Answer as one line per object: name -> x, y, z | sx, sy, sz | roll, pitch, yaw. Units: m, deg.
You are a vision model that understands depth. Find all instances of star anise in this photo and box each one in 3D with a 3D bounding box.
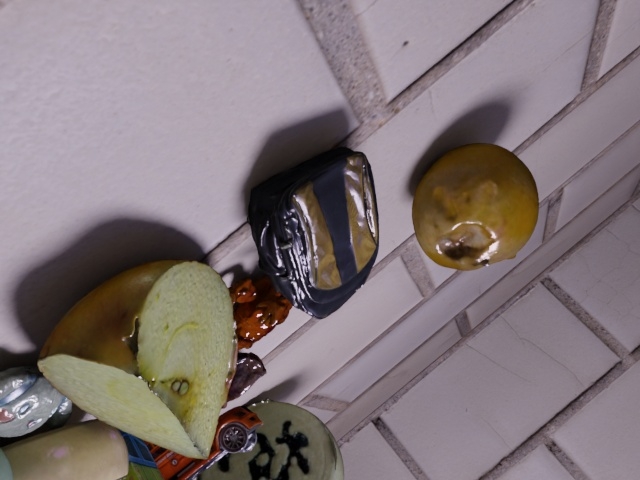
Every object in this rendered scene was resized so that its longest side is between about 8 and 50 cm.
star anise -> -0.206, 0.266, 1.075 | 0.214, 0.099, 0.220 | -28, 174, -10

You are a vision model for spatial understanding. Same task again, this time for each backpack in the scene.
backpack -> 0.000, 0.000, 0.841 | 0.206, 0.133, 0.258 | -31, 124, -26

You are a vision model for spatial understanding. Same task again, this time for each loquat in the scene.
loquat -> 0.281, -0.064, 1.073 | 0.243, 0.244, 0.244 | -31, 154, -17

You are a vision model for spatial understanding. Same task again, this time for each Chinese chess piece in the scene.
Chinese chess piece -> -0.118, 0.551, 1.383 | 0.349, 0.349, 0.147 | -28, 138, -23
Chinese chess piece -> -0.413, 0.348, 0.862 | 0.250, 0.097, 0.251 | -21, 165, -6

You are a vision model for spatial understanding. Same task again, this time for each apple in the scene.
apple -> -0.220, 0.164, 0.789 | 0.254, 0.179, 0.346 | -25, 142, -9

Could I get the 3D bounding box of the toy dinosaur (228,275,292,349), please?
toy dinosaur -> -0.075, 0.091, 0.974 | 0.432, 0.097, 0.208 | -38, 171, 6

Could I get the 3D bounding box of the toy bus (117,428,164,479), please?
toy bus -> -0.431, 0.484, 1.023 | 0.312, 0.190, 0.152 | -35, 156, -10

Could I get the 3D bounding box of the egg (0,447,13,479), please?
egg -> -0.474, 0.289, 0.656 | 0.230, 0.168, 0.168 | 0, 137, -30

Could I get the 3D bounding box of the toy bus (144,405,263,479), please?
toy bus -> -0.279, 0.433, 1.184 | 0.329, 0.153, 0.143 | -36, 165, -9

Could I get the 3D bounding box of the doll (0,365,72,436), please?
doll -> -0.391, 0.209, 0.766 | 0.103, 0.071, 0.214 | -46, 157, -10
